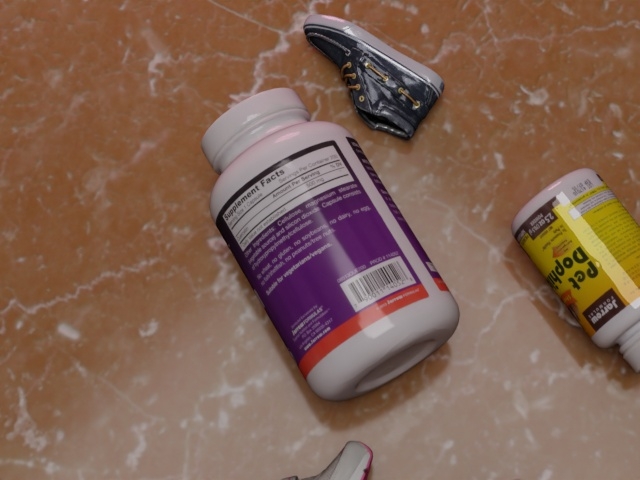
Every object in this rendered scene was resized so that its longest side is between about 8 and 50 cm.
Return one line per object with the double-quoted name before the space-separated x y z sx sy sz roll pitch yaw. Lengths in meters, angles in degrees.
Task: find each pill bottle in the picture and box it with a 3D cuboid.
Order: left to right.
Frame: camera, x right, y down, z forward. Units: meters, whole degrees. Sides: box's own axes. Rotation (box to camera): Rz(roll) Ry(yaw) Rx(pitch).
"pill bottle" 0.000 0.000 1.632 0.181 0.181 0.323 -29 73 -7
"pill bottle" 0.312 0.035 1.642 0.117 0.117 0.215 -34 74 -8

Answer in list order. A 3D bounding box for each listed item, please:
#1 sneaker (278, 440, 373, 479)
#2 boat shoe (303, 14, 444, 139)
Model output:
"sneaker" -0.050 0.293 1.584 0.252 0.103 0.111 -43 78 -11
"boat shoe" 0.047 -0.191 1.749 0.183 0.065 0.083 29 75 9
